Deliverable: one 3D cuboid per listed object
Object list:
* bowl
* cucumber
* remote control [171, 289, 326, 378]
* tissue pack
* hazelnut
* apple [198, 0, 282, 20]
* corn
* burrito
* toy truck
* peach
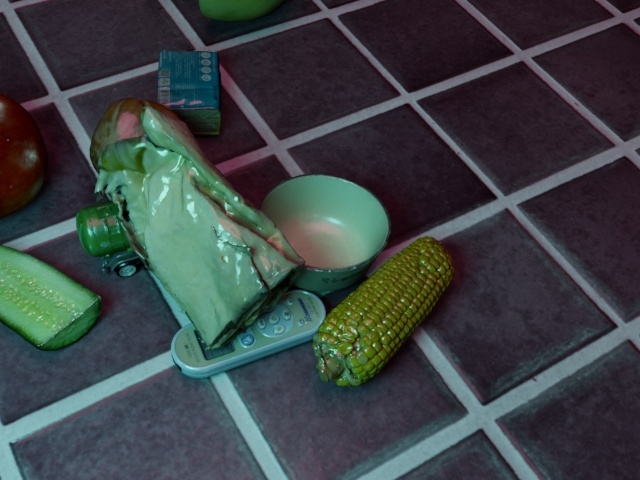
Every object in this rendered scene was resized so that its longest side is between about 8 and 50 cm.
[{"bbox_3d":[0.000,0.000,1.235,0.211,0.112,0.211,4,51,-5],"label":"bowl"},{"bbox_3d":[-0.456,0.079,1.164,0.244,0.063,0.115,31,62,17],"label":"cucumber"},{"bbox_3d":[-0.107,0.142,1.161,0.244,0.047,0.087,-17,59,-18],"label":"remote control"},{"bbox_3d":[-0.247,-0.278,1.444,0.120,0.082,0.169,-1,53,-8],"label":"tissue pack"},{"bbox_3d":[-0.311,-0.150,1.293,0.182,0.182,0.182,3,53,-4],"label":"hazelnut"},{"bbox_3d":[-0.189,-0.610,1.598,0.292,0.254,0.292,6,50,-7],"label":"apple"},{"bbox_3d":[0.100,0.104,1.166,0.119,0.119,0.322,34,56,19],"label":"corn"},{"bbox_3d":[-0.176,-0.028,1.108,0.332,0.190,0.135,52,36,7],"label":"burrito"},{"bbox_3d":[-0.263,-0.029,1.228,0.242,0.125,0.101,-16,55,-18],"label":"toy truck"},{"bbox_3d":[-0.553,-0.134,1.242,0.190,0.196,0.226,-26,50,16],"label":"peach"}]
